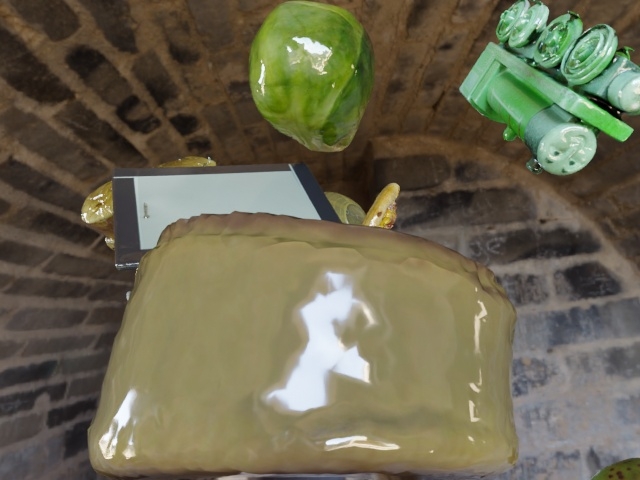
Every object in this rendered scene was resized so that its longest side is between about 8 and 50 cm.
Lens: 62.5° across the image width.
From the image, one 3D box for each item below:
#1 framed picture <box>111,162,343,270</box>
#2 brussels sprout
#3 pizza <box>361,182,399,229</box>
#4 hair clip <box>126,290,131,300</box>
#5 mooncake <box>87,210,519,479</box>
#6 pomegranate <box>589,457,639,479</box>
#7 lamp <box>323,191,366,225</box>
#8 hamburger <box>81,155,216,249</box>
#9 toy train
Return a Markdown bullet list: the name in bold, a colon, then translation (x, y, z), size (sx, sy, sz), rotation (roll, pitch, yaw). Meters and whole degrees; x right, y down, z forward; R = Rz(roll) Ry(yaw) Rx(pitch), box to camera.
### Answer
- **framed picture**: translation (-0.148, -0.053, 0.842), size (0.347, 0.265, 0.016), rotation (-5, -52, -21)
- **brussels sprout**: translation (-0.010, -0.275, 0.913), size (0.210, 0.219, 0.271), rotation (-3, -38, 7)
- **pizza**: translation (0.123, -0.020, 1.183), size (0.058, 0.246, 0.127), rotation (26, -21, 12)
- **hair clip**: translation (-0.374, 0.138, 1.267), size (0.172, 0.113, 0.282), rotation (36, -18, -35)
- **mooncake**: translation (-0.001, 0.128, 0.552), size (0.394, 0.246, 0.394), rotation (-4, -22, 20)
- **pomegranate**: translation (0.586, 0.509, 0.979), size (0.202, 0.202, 0.248), rotation (-9, -17, 17)
- **lamp**: translation (0.000, 0.000, 1.447), size (0.284, 0.250, 0.250), rotation (-27, -21, 35)
- **hamburger**: translation (-0.355, -0.072, 1.063), size (0.309, 0.132, 0.211), rotation (-15, 12, 23)
- **toy train**: translation (0.202, -0.143, 0.482), size (0.085, 0.251, 0.119), rotation (25, -62, -13)
